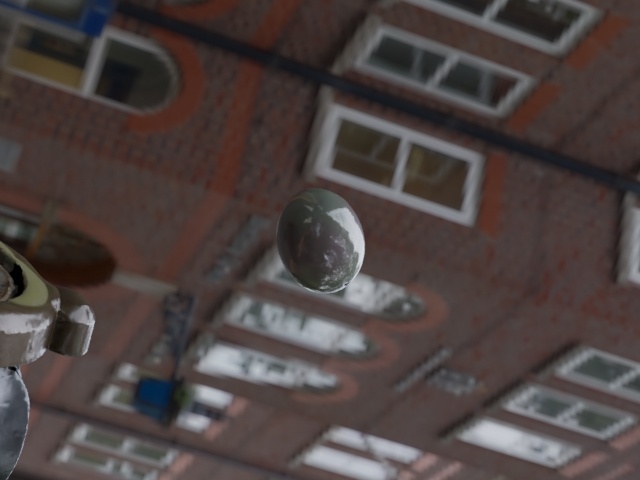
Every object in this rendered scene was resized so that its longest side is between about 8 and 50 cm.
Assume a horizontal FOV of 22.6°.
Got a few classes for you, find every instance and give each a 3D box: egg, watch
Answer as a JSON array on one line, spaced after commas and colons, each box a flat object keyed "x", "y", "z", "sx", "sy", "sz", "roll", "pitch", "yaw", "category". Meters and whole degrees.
[{"x": 0.000, "y": 0.000, "z": 1.896, "sx": 0.103, "sy": 0.103, "sz": 0.135, "roll": -93, "pitch": 170, "yaw": -57, "category": "egg"}, {"x": -0.476, "y": 0.137, "z": 1.788, "sx": 0.335, "sy": 0.314, "sz": 0.327, "roll": 42, "pitch": -67, "yaw": 29, "category": "watch"}]
